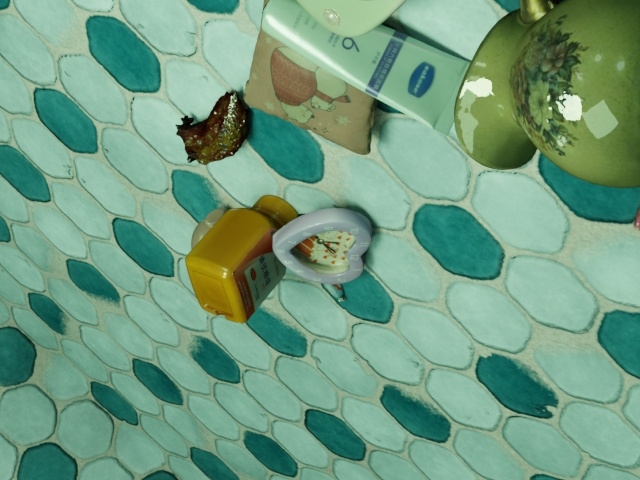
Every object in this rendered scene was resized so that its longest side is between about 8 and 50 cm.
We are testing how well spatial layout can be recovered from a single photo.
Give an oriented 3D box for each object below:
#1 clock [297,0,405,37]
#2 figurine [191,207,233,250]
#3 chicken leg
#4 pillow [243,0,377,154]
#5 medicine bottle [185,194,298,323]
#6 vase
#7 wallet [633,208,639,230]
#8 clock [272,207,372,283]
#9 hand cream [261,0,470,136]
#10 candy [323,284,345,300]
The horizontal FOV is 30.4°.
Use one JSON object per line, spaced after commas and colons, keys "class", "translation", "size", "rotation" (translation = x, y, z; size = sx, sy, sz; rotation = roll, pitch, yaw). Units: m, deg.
{"class": "clock", "translation": [0.051, -0.424, 1.525], "size": [0.265, 0.108, 0.324], "rotation": [49, 146, -13]}
{"class": "figurine", "translation": [-0.191, 0.010, 2.293], "size": [0.125, 0.125, 0.138], "rotation": [26, 155, 20]}
{"class": "chicken leg", "translation": [-0.187, -0.192, 2.090], "size": [0.105, 0.063, 0.234], "rotation": [45, 145, -18]}
{"class": "pillow", "translation": [-0.006, -0.254, 1.805], "size": [0.236, 0.084, 0.223], "rotation": [28, 138, 9]}
{"class": "medicine bottle", "translation": [-0.133, 0.024, 2.149], "size": [0.112, 0.222, 0.149], "rotation": [19, 142, 29]}
{"class": "vase", "translation": [0.319, -0.234, 1.424], "size": [0.302, 0.241, 0.329], "rotation": [16, 115, 53]}
{"class": "wallet", "translation": [0.507, -0.064, 1.588], "size": [0.119, 0.025, 0.232], "rotation": [28, 146, 16]}
{"class": "clock", "translation": [0.000, 0.000, 2.105], "size": [0.172, 0.064, 0.198], "rotation": [5, 144, -5]}
{"class": "hand cream", "translation": [0.063, -0.268, 1.691], "size": [0.321, 0.109, 0.067], "rotation": [27, -178, 6]}
{"class": "candy", "translation": [0.024, 0.086, 2.257], "size": [0.030, 0.020, 0.083], "rotation": [-2, 131, 50]}
